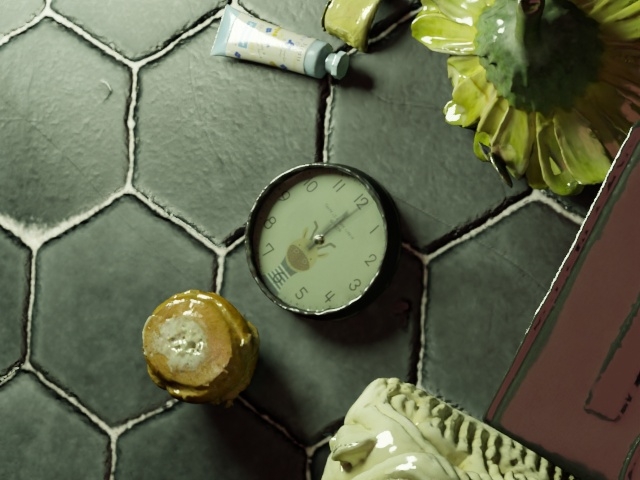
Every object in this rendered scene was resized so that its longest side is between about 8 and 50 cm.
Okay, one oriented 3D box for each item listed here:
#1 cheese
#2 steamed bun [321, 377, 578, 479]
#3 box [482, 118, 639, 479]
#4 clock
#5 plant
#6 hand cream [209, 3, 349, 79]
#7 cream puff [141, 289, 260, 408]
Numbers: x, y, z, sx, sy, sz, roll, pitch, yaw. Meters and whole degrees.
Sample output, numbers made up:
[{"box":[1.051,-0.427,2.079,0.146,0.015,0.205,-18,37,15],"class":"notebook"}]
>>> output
[{"box":[0.042,-0.265,1.746,0.060,0.041,0.084,33,98,21],"class":"cheese"},{"box":[0.145,0.323,1.505,0.394,0.347,0.237,34,103,37],"class":"steamed bun"},{"box":[0.342,0.089,1.502,0.204,0.251,0.345,28,94,20],"class":"box"},{"box":[0.000,0.000,1.739,0.185,0.040,0.184,-2,85,20],"class":"clock"},{"box":[0.225,-0.173,1.595,0.306,0.297,0.261,16,118,11],"class":"plant"},{"box":[-0.047,-0.224,1.775,0.171,0.043,0.065,19,91,25],"class":"hand cream"},{"box":[-0.135,0.123,1.743,0.144,0.103,0.126,30,90,19],"class":"cream puff"}]
